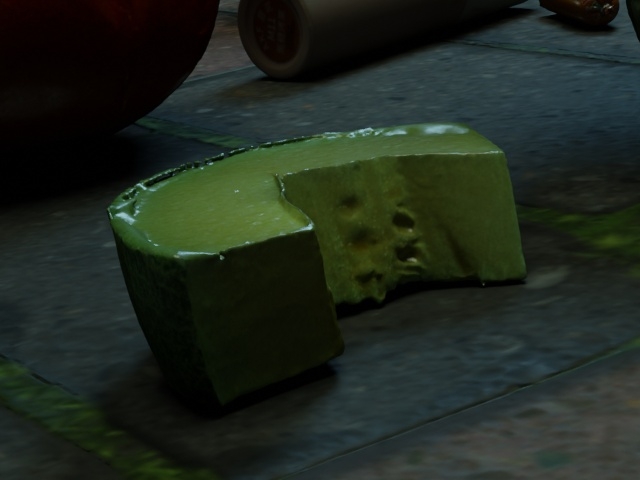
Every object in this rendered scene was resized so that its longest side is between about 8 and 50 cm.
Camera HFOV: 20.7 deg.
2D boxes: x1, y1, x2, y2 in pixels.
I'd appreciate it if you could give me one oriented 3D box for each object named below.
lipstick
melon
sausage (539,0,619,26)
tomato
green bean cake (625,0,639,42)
[{"bbox_3d":[0.055,-0.174,1.225,0.070,0.070,0.254,8,22,43],"label":"lipstick"},{"bbox_3d":[0.000,0.000,0.664,0.209,0.064,0.118,-17,17,-38],"label":"melon"},{"bbox_3d":[0.181,-0.167,1.214,0.031,0.031,0.107,-10,16,-9],"label":"sausage"},{"bbox_3d":[-0.211,-0.157,0.998,0.226,0.298,0.298,-46,-11,37],"label":"tomato"},{"bbox_3d":[0.254,-0.099,0.790,0.227,0.125,0.222,-9,14,13],"label":"green bean cake"}]
